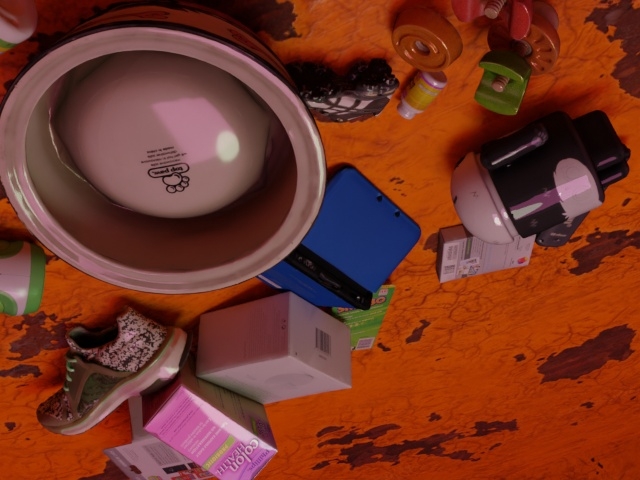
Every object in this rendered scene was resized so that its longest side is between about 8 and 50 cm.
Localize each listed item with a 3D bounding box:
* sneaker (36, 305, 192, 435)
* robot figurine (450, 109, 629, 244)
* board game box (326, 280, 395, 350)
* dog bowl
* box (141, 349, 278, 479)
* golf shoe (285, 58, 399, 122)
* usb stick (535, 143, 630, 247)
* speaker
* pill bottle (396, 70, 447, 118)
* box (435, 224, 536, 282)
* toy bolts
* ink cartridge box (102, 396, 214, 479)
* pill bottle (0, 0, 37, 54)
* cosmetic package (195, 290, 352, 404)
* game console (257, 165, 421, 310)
[{"bbox_3d":[-0.442,0.238,1.651,0.410,0.158,0.182,-32,114,26],"label":"sneaker"},{"bbox_3d":[0.349,-0.105,1.368,0.278,0.173,0.209,-25,109,15],"label":"robot figurine"},{"bbox_3d":[0.072,0.159,1.763,0.124,0.039,0.259,-5,147,-14],"label":"board game box"},{"bbox_3d":[-0.197,-0.125,1.090,0.407,0.150,0.408,-1,130,-2],"label":"dog bowl"},{"bbox_3d":[-0.226,0.344,1.670,0.243,0.213,0.117,39,95,-20],"label":"box"},{"bbox_3d":[0.012,-0.201,1.195,0.198,0.077,0.094,-3,145,-13],"label":"golf shoe"},{"bbox_3d":[0.478,-0.080,1.552,0.077,0.045,0.278,-2,144,-17],"label":"usb stick"},{"bbox_3d":[-0.589,0.049,1.303,0.296,0.131,0.131,6,141,-27],"label":"speaker"},{"bbox_3d":[0.148,-0.219,1.244,0.043,0.043,0.083,10,139,-30],"label":"pill bottle"},{"bbox_3d":[0.322,0.014,1.640,0.186,0.038,0.145,-11,146,-2],"label":"box"},{"bbox_3d":[0.222,-0.315,1.101,0.218,0.158,0.228,26,158,13],"label":"toy bolts"},{"bbox_3d":[-0.334,0.454,1.958,0.271,0.130,0.309,-14,145,0],"label":"ink cartridge box"},{"bbox_3d":[-0.454,-0.234,0.935,0.245,0.136,0.136,-24,144,15],"label":"pill bottle"},{"bbox_3d":[-0.089,0.219,1.668,0.224,0.138,0.224,-17,148,28],"label":"cosmetic package"},{"bbox_3d":[0.000,0.000,1.520,0.250,0.173,0.293,2,158,37],"label":"game console"}]
